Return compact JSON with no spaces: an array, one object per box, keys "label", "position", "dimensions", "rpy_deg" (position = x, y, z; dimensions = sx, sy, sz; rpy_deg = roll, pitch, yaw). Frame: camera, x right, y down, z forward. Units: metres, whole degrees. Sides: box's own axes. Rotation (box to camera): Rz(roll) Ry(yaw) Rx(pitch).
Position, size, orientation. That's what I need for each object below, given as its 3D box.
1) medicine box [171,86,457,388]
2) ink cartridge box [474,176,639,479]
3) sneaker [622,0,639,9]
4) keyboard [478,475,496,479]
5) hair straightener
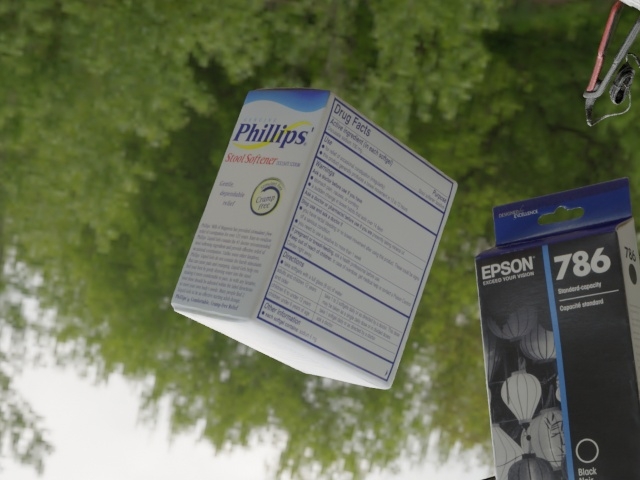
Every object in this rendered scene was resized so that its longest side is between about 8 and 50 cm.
[{"label":"medicine box","position":[0.000,0.000,1.481],"dimensions":[0.149,0.289,0.263],"rpy_deg":[7,163,44]},{"label":"ink cartridge box","position":[0.249,0.101,1.247],"dimensions":[0.165,0.332,0.065],"rpy_deg":[-15,161,32]},{"label":"sneaker","position":[0.480,-0.357,1.633],"dimensions":[0.152,0.114,0.305],"rpy_deg":[23,-171,-13]},{"label":"keyboard","position":[0.237,0.506,1.740],"dimensions":[0.033,0.317,0.201],"rpy_deg":[-16,170,34]},{"label":"hair straightener","position":[0.465,-0.263,1.892],"dimensions":[0.089,0.230,0.047],"rpy_deg":[28,-134,16]}]
